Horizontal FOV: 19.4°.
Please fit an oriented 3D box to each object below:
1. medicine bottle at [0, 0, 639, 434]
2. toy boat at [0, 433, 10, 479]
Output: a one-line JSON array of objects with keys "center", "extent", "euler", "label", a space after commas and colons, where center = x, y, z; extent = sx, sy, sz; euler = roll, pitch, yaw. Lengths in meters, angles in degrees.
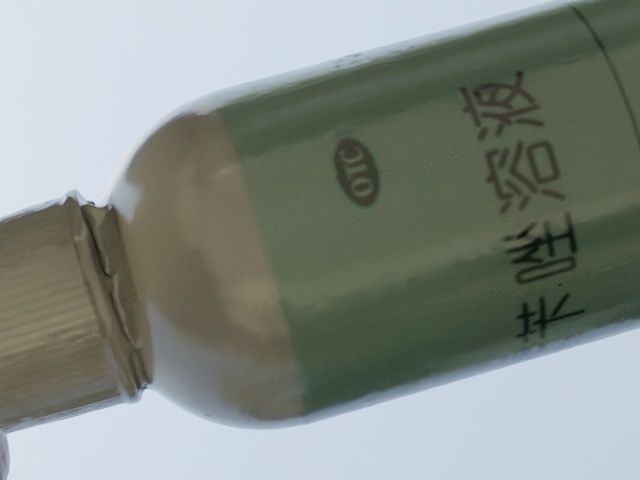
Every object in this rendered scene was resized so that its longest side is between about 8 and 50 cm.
[{"center": [0.000, 0.000, 0.592], "extent": [0.351, 0.110, 0.110], "euler": [-15, -115, -7], "label": "medicine bottle"}, {"center": [-0.257, 0.130, 0.880], "extent": [0.227, 0.085, 0.155], "euler": [-16, -157, -16], "label": "toy boat"}]
